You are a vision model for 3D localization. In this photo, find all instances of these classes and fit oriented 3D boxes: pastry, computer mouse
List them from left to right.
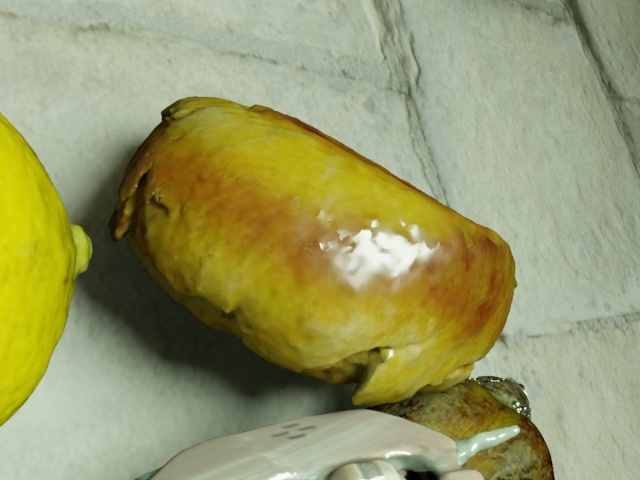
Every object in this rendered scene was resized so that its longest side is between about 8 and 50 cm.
[{"bbox_3d":[-0.034,0.195,0.453,0.389,0.114,0.199,-25,39,-12],"label":"computer mouse"},{"bbox_3d":[0.000,0.000,0.615,0.356,0.163,0.356,25,10,-5],"label":"pastry"}]

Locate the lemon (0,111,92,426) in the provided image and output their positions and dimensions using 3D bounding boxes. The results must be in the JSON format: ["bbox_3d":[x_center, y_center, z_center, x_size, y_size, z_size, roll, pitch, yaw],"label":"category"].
[{"bbox_3d":[-0.278,0.016,0.370,0.320,0.245,0.245,-3,70,-33],"label":"lemon"}]

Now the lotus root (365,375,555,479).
[{"bbox_3d":[0.069,0.246,0.598,0.196,0.179,0.397,44,46,6],"label":"lotus root"}]
